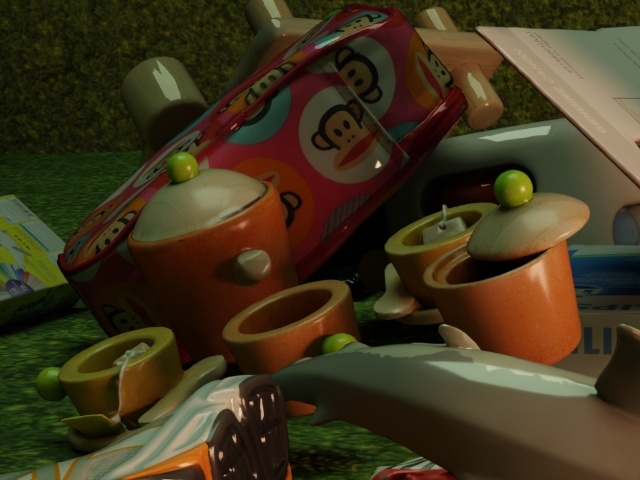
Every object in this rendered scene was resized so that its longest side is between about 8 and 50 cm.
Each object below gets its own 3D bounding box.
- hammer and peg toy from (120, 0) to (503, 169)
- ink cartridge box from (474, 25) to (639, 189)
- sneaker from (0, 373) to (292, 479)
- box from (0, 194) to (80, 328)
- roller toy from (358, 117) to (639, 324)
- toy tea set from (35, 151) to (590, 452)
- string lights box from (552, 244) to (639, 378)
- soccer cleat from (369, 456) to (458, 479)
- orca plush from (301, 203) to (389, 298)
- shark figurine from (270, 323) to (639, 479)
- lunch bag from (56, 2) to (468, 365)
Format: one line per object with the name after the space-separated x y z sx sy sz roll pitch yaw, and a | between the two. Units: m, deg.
-0.041 -0.090 1.629 0.361 0.266 0.127 -1 50 -36 | hammer and peg toy
0.243 -0.012 1.066 0.261 0.066 0.296 -8 47 -47 | ink cartridge box
-0.091 0.113 0.726 0.121 0.099 0.262 -4 5 19 | sneaker
-0.262 0.020 1.465 0.105 0.043 0.179 42 19 14 | box
0.144 -0.009 1.387 0.209 0.146 0.191 -9 0 -19 | roller toy
-0.002 0.008 1.035 0.336 0.124 0.200 -12 17 28 | toy tea set
0.197 0.055 1.154 0.133 0.077 0.259 1 8 17 | string lights box
0.064 0.115 0.911 0.083 0.029 0.035 -6 11 2 | soccer cleat
0.000 0.000 1.544 0.287 0.151 0.102 -2 38 -28 | orca plush
0.059 0.099 0.802 0.278 0.116 0.166 10 -23 21 | shark figurine
-0.052 -0.044 1.320 0.293 0.120 0.258 -41 12 -5 | lunch bag
